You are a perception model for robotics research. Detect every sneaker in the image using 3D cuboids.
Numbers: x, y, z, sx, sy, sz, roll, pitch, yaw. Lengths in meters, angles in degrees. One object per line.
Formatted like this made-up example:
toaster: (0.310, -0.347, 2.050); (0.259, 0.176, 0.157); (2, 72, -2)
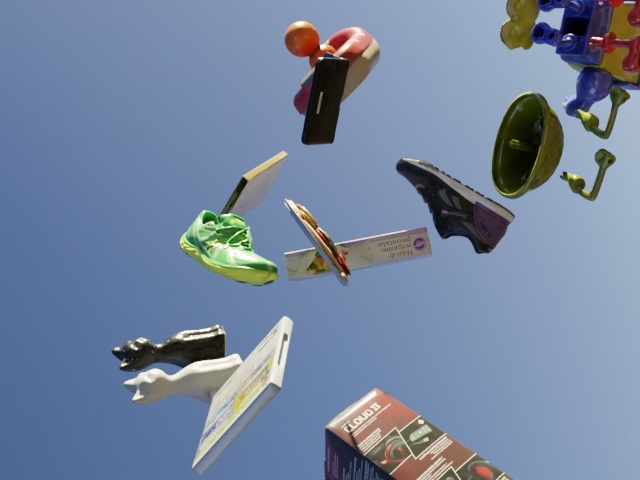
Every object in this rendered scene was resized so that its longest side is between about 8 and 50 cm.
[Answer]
sneaker: (0.267, -0.074, 2.068); (0.124, 0.283, 0.107); (-58, -17, 2)
sneaker: (-0.191, 0.009, 1.993); (0.109, 0.295, 0.123); (20, -85, -45)

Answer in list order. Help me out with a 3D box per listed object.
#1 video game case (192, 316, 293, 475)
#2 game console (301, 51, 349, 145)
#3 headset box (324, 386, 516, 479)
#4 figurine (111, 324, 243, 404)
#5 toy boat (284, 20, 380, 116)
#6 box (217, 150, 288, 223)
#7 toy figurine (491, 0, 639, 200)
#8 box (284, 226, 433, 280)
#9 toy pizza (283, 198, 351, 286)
video game case: (-0.120, 0.242, 1.512); (0.023, 0.212, 0.193); (36, -157, -12)
game console: (-0.007, -0.203, 1.356); (0.107, 0.071, 0.122); (-13, -62, -55)
headset box: (0.122, 0.350, 1.266); (0.110, 0.293, 0.218); (-32, -43, -35)
figurine: (-0.263, 0.237, 1.753); (0.215, 0.209, 0.092); (-136, 48, -62)
toy boat: (0.003, -0.309, 1.623); (0.151, 0.151, 0.231); (44, -157, -7)
box: (-0.160, -0.115, 2.225); (0.021, 0.164, 0.201); (39, -147, 8)
toy figurine: (0.352, -0.213, 1.143); (0.217, 0.191, 0.363); (5, -84, -41)
box: (0.083, 0.032, 2.098); (0.067, 0.324, 0.063); (23, -123, -79)
toy pizza: (0.000, 0.000, 1.779); (0.201, 0.032, 0.201); (54, 179, 1)
